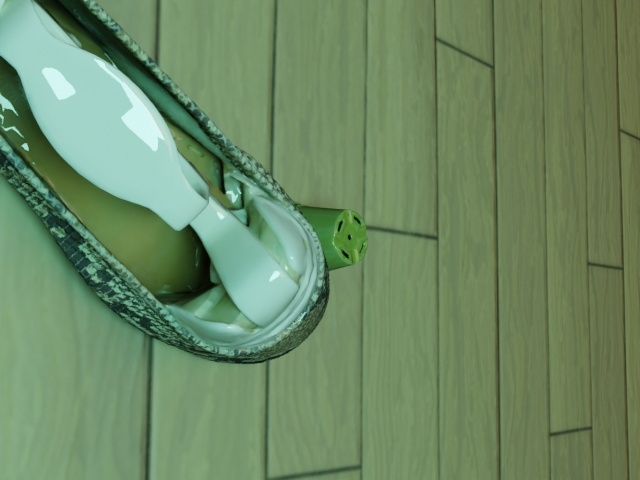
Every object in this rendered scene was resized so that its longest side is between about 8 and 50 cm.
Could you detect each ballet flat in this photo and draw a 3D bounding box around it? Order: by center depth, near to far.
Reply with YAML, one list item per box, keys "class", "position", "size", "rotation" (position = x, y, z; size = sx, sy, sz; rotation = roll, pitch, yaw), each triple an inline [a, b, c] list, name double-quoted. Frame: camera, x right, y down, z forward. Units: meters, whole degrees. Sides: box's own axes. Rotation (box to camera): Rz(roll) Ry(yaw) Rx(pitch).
- class: "ballet flat"
  position: [-0.115, -0.030, 0.613]
  size: [0.164, 0.182, 0.483]
  rotation: [-49, 126, -10]

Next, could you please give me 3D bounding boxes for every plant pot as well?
- class: "plant pot"
  position: [0.000, 0.000, 0.824]
  size: [0.083, 0.079, 0.083]
  rotation: [5, 83, -49]
